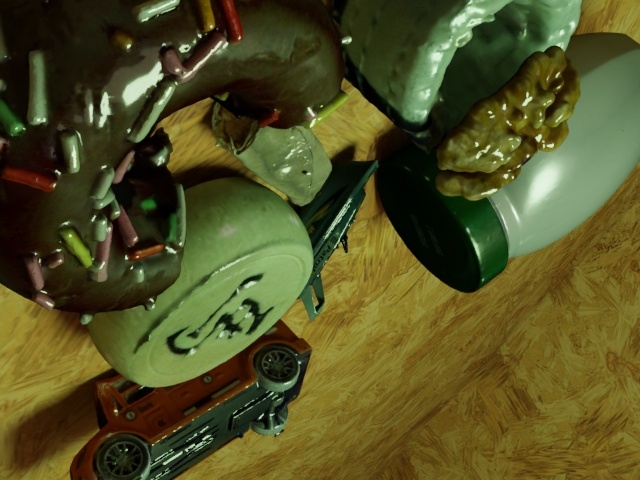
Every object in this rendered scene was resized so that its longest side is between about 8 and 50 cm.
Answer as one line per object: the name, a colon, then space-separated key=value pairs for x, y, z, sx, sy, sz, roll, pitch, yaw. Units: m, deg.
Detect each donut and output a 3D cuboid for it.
donut: x=-0.134 y=-0.090 z=0.540 sx=0.345 sy=0.136 sz=0.259 roll=-48 pitch=158 yaw=7

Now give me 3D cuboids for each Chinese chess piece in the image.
Chinese chess piece: x=-0.124 y=0.048 z=0.787 sx=0.250 sy=0.101 sz=0.250 roll=-34 pitch=158 yaw=-16

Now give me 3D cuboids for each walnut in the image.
walnut: x=0.184 y=-0.104 z=0.711 sx=0.170 sy=0.069 sz=0.143 roll=-41 pitch=157 yaw=-8

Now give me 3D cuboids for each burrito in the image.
burrito: x=-0.040 y=-0.093 z=0.754 sx=0.087 sy=0.060 sz=0.226 roll=-45 pitch=155 yaw=1

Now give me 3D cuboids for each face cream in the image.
face cream: x=0.276 y=-0.110 z=1.006 sx=0.357 sy=0.219 sz=0.312 roll=-35 pitch=155 yaw=-15

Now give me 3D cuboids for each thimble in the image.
thimble: x=0.127 y=-0.211 z=0.709 sx=0.237 sy=0.150 sz=0.237 roll=-32 pitch=154 yaw=-17

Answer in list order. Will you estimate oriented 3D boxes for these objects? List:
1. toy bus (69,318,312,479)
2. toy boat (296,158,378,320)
toy bus: x=-0.173 y=0.213 z=0.938 sx=0.329 sy=0.153 sz=0.143 roll=-29 pitch=150 yaw=-32
toy boat: x=0.000 y=0.000 z=0.922 sx=0.246 sy=0.103 sz=0.093 roll=-56 pitch=177 yaw=15
